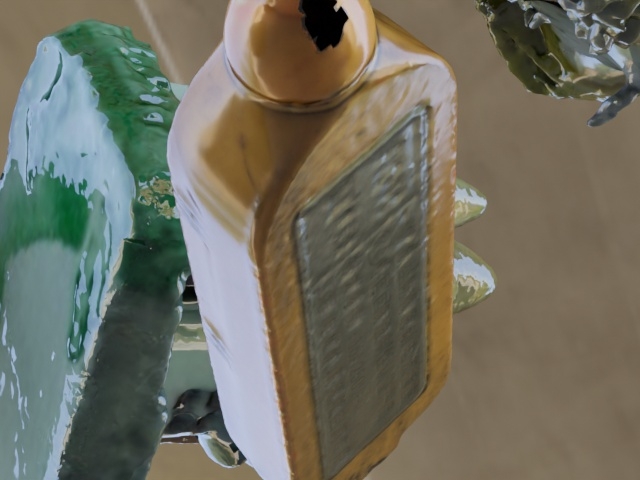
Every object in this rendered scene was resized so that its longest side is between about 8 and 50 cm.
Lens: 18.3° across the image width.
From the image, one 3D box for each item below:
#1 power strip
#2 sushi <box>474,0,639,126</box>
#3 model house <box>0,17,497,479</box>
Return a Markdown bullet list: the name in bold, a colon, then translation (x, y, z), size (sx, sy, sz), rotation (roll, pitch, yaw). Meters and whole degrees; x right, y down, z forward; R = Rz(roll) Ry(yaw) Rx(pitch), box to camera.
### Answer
- **power strip**: translation (0.000, 0.000, 0.376), size (0.049, 0.028, 0.178), rotation (-41, -23, -18)
- **sushi**: translation (0.103, -0.113, 0.730), size (0.139, 0.131, 0.291), rotation (-35, -6, -3)
- **model house**: translation (-0.015, 0.038, 1.135), size (0.325, 0.194, 0.267), rotation (3, -60, -30)
